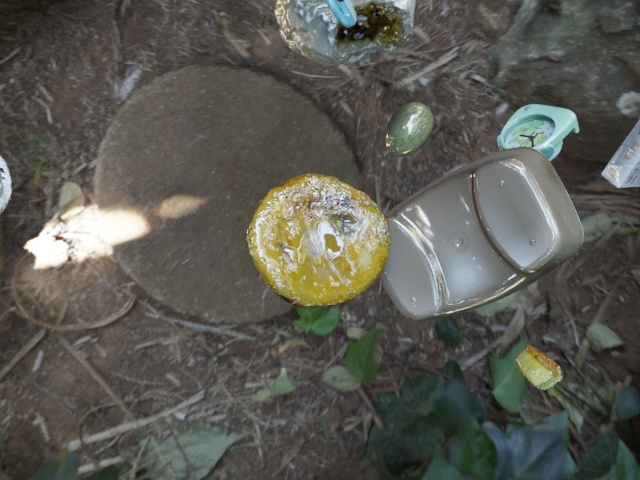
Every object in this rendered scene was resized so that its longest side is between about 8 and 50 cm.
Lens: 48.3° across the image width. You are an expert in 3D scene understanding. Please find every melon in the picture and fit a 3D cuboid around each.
[{"bbox_3d":[0.198,-0.248,1.595,0.098,0.098,0.130,32,79,-3],"label":"melon"}]

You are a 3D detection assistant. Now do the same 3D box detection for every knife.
[{"bbox_3d":[-0.009,-0.387,0.975,0.031,0.064,0.222,-16,130,31],"label":"knife"}]

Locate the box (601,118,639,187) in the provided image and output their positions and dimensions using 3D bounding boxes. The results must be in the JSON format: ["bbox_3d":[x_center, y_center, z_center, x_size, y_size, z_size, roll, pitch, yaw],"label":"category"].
[{"bbox_3d":[0.811,-0.238,1.752,0.149,0.067,0.233,-5,134,-36],"label":"box"}]

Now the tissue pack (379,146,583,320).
[{"bbox_3d":[0.312,-0.009,1.428,0.387,0.277,0.267,-31,79,29],"label":"tissue pack"}]

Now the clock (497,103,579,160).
[{"bbox_3d":[0.475,-0.226,1.613,0.188,0.148,0.060,-47,131,-15],"label":"clock"}]

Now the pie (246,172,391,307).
[{"bbox_3d":[-0.001,0.000,1.307,0.273,0.069,0.273,1,88,-20],"label":"pie"}]

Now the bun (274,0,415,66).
[{"bbox_3d":[0.045,-0.460,1.416,0.282,0.205,0.281,2,72,-5],"label":"bun"}]

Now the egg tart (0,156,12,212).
[{"bbox_3d":[-0.488,-0.097,0.853,0.234,0.234,0.094,32,121,-3],"label":"egg tart"}]

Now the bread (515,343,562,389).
[{"bbox_3d":[0.604,0.350,1.985,0.086,0.156,0.125,-45,63,10],"label":"bread"}]
